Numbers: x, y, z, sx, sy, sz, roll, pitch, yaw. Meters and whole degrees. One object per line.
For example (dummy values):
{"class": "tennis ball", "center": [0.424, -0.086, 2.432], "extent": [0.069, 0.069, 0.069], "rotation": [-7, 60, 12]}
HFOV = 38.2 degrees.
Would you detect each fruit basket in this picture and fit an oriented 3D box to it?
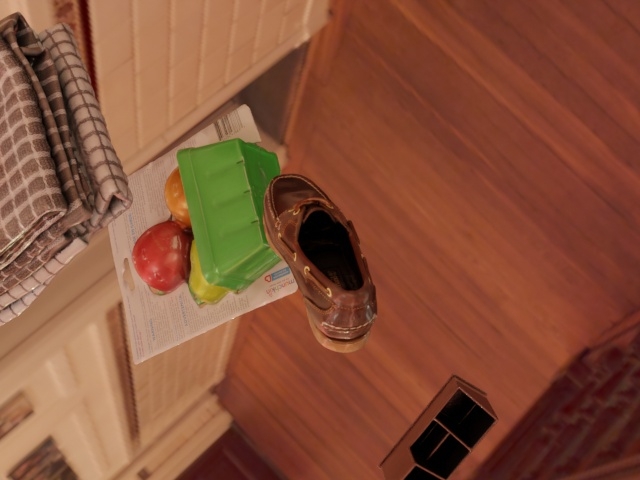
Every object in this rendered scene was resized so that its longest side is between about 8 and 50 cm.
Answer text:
{"class": "fruit basket", "center": [-0.204, -0.004, 1.518], "extent": [0.353, 0.165, 0.327], "rotation": [-30, 66, 33]}

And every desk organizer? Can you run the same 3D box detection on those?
{"class": "desk organizer", "center": [0.118, 0.205, 0.931], "extent": [0.047, 0.130, 0.050], "rotation": [32, -166, -18]}

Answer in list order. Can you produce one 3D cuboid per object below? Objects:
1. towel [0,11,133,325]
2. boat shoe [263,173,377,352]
{"class": "towel", "center": [-0.324, -0.051, 0.852], "extent": [0.121, 0.284, 0.235], "rotation": [16, -135, -53]}
{"class": "boat shoe", "center": [0.000, 0.000, 0.807], "extent": [0.207, 0.073, 0.073], "rotation": [-119, 21, -44]}
